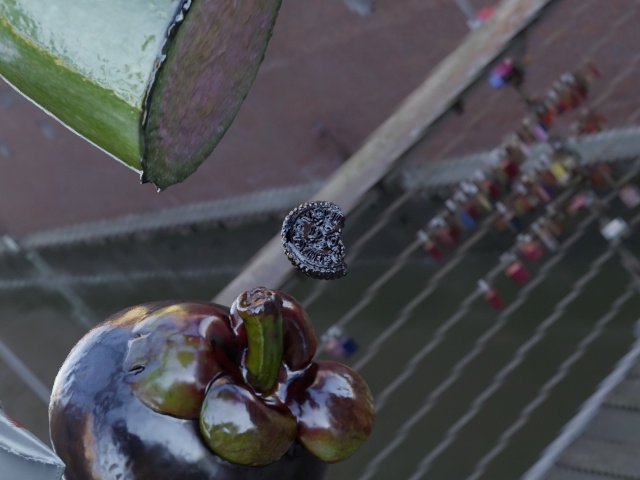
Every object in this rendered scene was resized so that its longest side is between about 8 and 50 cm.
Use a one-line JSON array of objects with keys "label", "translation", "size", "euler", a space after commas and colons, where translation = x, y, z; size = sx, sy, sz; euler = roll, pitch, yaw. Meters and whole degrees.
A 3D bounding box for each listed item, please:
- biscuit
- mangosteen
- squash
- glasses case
[{"label": "biscuit", "translation": [0.000, 0.000, 1.644], "size": [0.087, 0.089, 0.027], "euler": [-49, -9, -28]}, {"label": "mangosteen", "translation": [-0.138, 0.226, 2.014], "size": [0.435, 0.382, 0.382], "euler": [-44, 13, 23]}, {"label": "squash", "translation": [-0.231, -0.243, 1.557], "size": [0.310, 0.309, 0.310], "euler": [-61, -13, -25]}, {"label": "glasses case", "translation": [-0.406, 0.186, 1.684], "size": [0.128, 0.308, 0.083], "euler": [-47, 10, 36]}]
